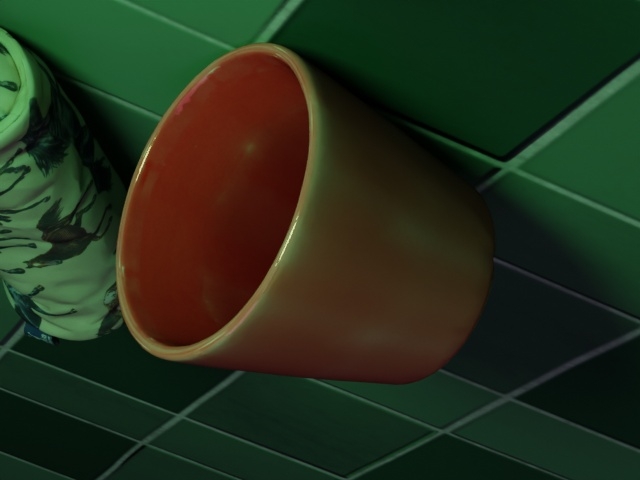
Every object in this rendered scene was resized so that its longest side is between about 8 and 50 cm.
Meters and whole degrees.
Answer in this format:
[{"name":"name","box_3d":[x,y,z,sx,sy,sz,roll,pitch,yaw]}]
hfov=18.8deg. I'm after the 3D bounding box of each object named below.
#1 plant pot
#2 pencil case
[{"name":"plant pot","box_3d":[0.000,0.000,1.646,0.243,0.275,0.275,21,158,-35]},{"name":"pencil case","box_3d":[-0.290,-0.049,1.826,0.183,0.160,0.410,-5,152,12]}]
